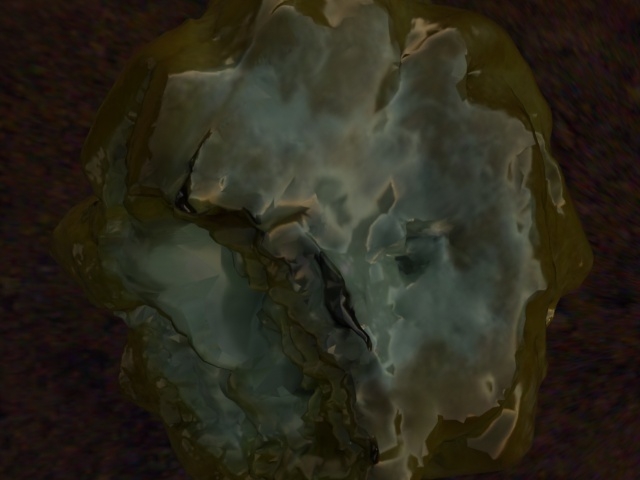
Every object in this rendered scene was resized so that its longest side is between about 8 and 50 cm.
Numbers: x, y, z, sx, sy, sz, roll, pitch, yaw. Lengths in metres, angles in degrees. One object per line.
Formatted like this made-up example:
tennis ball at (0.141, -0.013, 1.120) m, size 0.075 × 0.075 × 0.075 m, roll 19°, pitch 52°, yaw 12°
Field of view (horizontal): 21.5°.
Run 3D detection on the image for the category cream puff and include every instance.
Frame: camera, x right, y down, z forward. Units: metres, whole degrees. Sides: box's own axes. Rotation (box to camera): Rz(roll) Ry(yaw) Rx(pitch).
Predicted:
cream puff at (0.001, -0.009, 0.985) m, size 0.274 × 0.270 × 0.323 m, roll -33°, pitch 106°, yaw -22°
